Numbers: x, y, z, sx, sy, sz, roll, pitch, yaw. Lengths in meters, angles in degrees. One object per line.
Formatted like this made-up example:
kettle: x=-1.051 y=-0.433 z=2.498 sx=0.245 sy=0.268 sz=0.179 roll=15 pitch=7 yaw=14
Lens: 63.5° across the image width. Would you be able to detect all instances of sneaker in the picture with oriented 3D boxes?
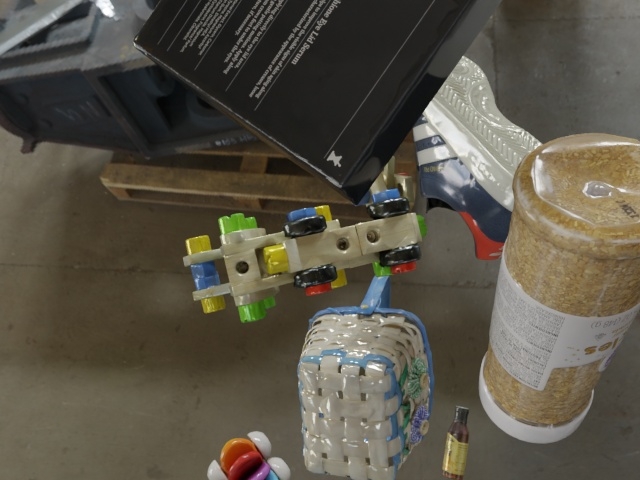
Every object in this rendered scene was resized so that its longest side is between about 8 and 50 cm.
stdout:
sneaker: x=0.163 y=-0.124 z=0.671 sx=0.131 sy=0.148 sz=0.350 roll=-4 pitch=50 yaw=-20

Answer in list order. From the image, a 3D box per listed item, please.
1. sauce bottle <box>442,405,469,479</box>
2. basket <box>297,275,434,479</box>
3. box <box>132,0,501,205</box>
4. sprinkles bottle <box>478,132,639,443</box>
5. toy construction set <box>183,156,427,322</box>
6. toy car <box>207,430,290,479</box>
sauce bottle: x=0.255 y=0.377 z=0.966 sx=0.042 sy=0.042 sz=0.128 roll=8 pitch=77 yaw=13
basket: x=0.076 y=0.215 z=0.811 sx=0.201 sy=0.289 sz=0.254 roll=0 pitch=107 yaw=13
box: x=0.024 y=-0.186 z=0.379 sx=0.184 sy=0.103 sz=0.261 roll=36 pitch=93 yaw=13
sprinkles bottle: x=0.225 y=0.073 z=0.495 sx=0.121 sy=0.355 sz=0.121 roll=-6 pitch=48 yaw=7
toy construction set: x=0.000 y=0.000 z=0.638 sx=0.328 sy=0.215 sz=0.151 roll=-28 pitch=93 yaw=-17
toy car: x=-0.161 y=0.539 z=1.193 sx=0.159 sy=0.136 sz=0.182 roll=-34 pitch=76 yaw=-24
